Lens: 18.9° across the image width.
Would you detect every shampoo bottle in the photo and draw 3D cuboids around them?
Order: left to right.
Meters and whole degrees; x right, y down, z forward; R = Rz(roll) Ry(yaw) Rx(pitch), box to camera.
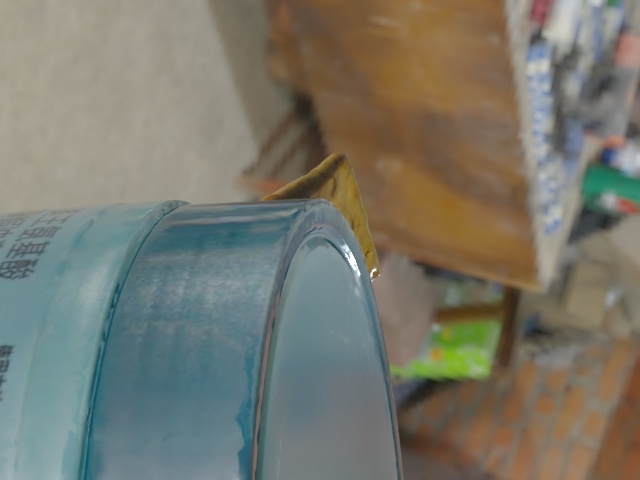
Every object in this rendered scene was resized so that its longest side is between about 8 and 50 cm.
[{"bbox_3d":[-0.155,0.155,0.755,0.331,0.343,0.331,-3,90,-80],"label":"shampoo bottle"}]

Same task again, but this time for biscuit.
[{"bbox_3d":[0.000,0.000,1.098,0.083,0.018,0.081,-35,114,-46],"label":"biscuit"}]
